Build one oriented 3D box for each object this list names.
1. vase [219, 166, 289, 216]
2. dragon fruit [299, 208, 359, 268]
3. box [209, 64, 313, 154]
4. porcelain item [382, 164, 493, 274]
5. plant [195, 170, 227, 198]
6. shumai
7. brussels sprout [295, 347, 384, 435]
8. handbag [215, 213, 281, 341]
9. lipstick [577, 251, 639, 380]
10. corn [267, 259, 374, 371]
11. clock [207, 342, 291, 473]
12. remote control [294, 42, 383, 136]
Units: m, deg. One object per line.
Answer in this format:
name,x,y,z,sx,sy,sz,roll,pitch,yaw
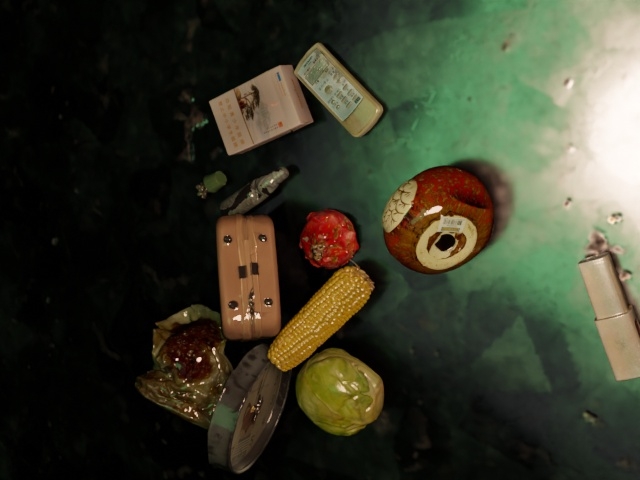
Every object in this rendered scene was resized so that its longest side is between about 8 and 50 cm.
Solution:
vase,-0.161,-0.122,1.963,0.211,0.060,0.059,-33,84,29
dragon fruit,0.000,0.000,1.876,0.153,0.111,0.153,4,99,25
box,-0.147,-0.314,1.909,0.233,0.067,0.149,-19,94,33
porcelain item,0.247,-0.061,1.698,0.253,0.253,0.252,6,103,27
plant,-0.290,-0.142,2.036,0.102,0.051,0.051,-27,87,35
shumai,-0.306,0.332,2.078,0.330,0.292,0.288,23,75,16
brussels sprout,0.039,0.370,1.901,0.223,0.161,0.223,5,99,34
handbag,-0.180,0.103,1.923,0.149,0.283,0.301,-5,75,-10
lipstick,0.599,0.153,1.604,0.077,0.079,0.252,-21,89,31
corn,-0.002,0.182,1.852,0.305,0.106,0.106,-44,77,-3
clock,-0.170,0.414,1.932,0.067,0.325,0.324,19,109,18
remote control,0.041,-0.347,1.821,0.233,0.038,0.098,49,117,12
